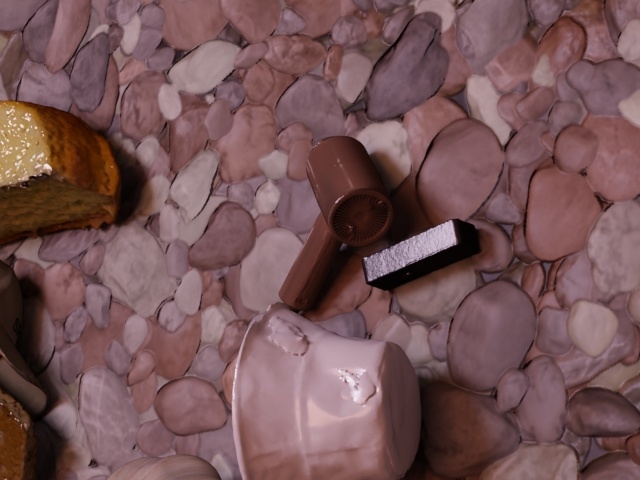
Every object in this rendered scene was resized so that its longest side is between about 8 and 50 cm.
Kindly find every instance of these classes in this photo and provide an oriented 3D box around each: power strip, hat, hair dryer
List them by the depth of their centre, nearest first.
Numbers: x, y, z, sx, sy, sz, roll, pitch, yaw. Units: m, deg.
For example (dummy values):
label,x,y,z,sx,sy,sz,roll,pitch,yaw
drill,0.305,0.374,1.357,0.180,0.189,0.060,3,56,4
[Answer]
label,x,y,z,sx,sy,sz,roll,pitch,yaw
hat,0.014,0.153,1.606,0.126,0.203,0.203,-2,74,19
power strip,0.089,0.014,1.656,0.111,0.038,0.029,-24,63,33
hair dryer,0.000,0.000,1.714,0.182,0.064,0.117,-63,25,23
hat,-0.331,0.107,1.960,0.175,0.085,0.147,48,145,18

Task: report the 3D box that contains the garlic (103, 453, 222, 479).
label,x,y,z,sx,sy,sz,roll,pitch,yaw
garlic,-0.178,0.277,1.671,0.199,0.226,0.199,-17,61,34

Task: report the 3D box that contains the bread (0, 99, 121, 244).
label,x,y,z,sx,sy,sz,roll,pitch,yaw
bread,-0.318,-0.078,1.958,0.260,0.129,0.134,-15,60,34

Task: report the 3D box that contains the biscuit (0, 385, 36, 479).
label,x,y,z,sx,sy,sz,roll,pitch,yaw
biscuit,-0.367,0.189,1.948,0.231,0.025,0.131,35,128,39
